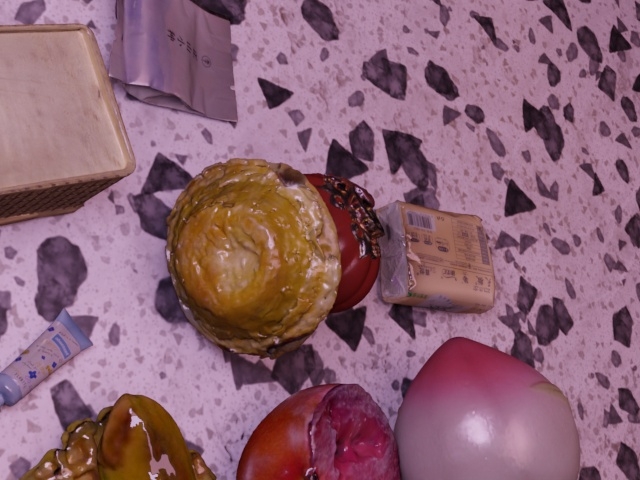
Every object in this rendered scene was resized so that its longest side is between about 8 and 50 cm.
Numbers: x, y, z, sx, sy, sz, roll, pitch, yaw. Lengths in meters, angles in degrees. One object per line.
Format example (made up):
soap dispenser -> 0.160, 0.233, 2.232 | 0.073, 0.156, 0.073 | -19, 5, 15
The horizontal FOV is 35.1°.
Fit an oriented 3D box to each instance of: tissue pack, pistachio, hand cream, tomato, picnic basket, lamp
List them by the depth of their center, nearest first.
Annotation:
pistachio -> -0.217, 0.286, 1.284 | 0.110, 0.100, 0.189 | -11, 71, -61
picnic basket -> -0.431, -0.140, 1.285 | 0.313, 0.175, 0.228 | -14, 83, -45
hand cream -> -0.371, 0.162, 1.313 | 0.065, 0.043, 0.171 | 54, 45, -12
tomato -> -0.010, 0.378, 1.447 | 0.289, 0.176, 0.335 | 28, 57, -53
lamp -> 0.000, 0.000, 1.550 | 0.227, 0.227, 0.227 | 14, 67, -35
tissue pack -> 0.204, 0.033, 1.785 | 0.222, 0.090, 0.186 | 10, 67, -38

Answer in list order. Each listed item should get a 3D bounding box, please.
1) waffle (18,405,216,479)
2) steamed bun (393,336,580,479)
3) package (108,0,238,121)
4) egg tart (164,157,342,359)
waffle -> -0.262, 0.372, 1.317 | 0.281, 0.058, 0.301 | 50, 52, -12
steamed bun -> 0.251, 0.290, 1.595 | 0.309, 0.309, 0.309 | 14, 67, -35
package -> -0.233, -0.304, 1.578 | 0.251, 0.062, 0.204 | 18, 63, -48
egg tart -> -0.110, 0.023, 1.413 | 0.116, 0.294, 0.295 | 1, 72, -67
